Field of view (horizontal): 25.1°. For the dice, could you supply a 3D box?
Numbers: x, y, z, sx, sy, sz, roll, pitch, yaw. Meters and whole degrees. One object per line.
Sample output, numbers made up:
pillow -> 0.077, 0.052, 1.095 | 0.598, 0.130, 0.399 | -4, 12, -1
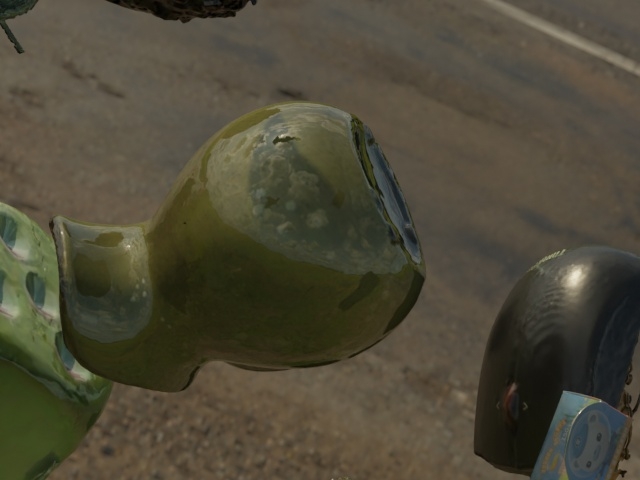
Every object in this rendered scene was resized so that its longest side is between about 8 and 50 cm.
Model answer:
dice -> -0.386, 0.124, 1.525 | 0.250, 0.252, 0.254 | 46, 19, -28

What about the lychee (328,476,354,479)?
lychee -> 0.030, 0.389, 1.867 | 0.171, 0.171, 0.171 | 20, 23, -9

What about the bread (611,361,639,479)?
bread -> 0.282, 0.176, 1.724 | 0.147, 0.260, 0.160 | 4, 2, -35

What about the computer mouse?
computer mouse -> 0.242, 0.115, 1.508 | 0.100, 0.269, 0.170 | 27, -20, -25

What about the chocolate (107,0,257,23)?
chocolate -> -0.127, -0.275, 1.435 | 0.133, 0.156, 0.156 | 33, 24, 33

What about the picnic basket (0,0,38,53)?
picnic basket -> -0.207, -0.165, 0.904 | 0.083, 0.065, 0.083 | -16, 52, -20

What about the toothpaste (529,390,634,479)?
toothpaste -> 0.180, 0.215, 1.133 | 0.070, 0.193, 0.044 | 31, -13, -37

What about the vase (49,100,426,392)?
vase -> -0.053, 0.039, 1.351 | 0.329, 0.302, 0.240 | 49, 20, -53
